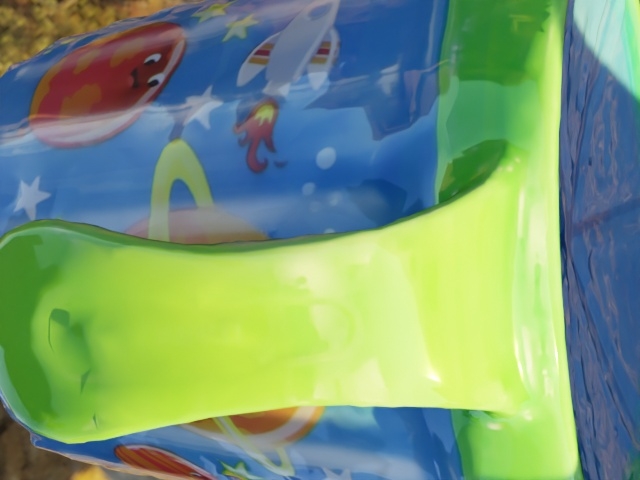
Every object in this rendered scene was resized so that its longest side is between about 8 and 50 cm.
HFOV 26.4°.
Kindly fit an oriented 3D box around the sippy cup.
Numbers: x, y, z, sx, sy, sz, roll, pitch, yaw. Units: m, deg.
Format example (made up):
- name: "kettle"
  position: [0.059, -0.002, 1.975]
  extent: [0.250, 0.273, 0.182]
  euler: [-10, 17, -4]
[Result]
- name: "sippy cup"
  position: [0.000, 0.000, 0.506]
  extent: [0.224, 0.240, 0.305]
  euler: [-1, 152, 22]
